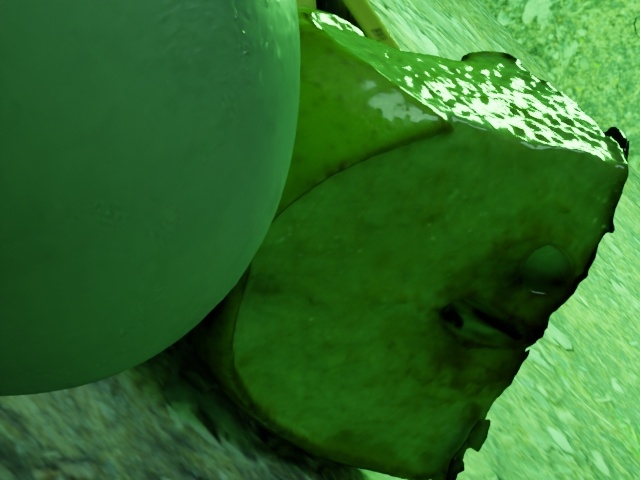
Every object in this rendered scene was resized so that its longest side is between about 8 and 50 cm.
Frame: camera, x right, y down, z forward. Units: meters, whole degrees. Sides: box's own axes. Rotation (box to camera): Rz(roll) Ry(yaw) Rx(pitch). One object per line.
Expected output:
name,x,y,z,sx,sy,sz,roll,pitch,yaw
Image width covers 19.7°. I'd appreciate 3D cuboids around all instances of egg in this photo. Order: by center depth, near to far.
egg,-0.169,-0.115,0.669,0.389,0.276,0.276,50,16,14

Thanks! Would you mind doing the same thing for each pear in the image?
pear,0.000,0.000,0.990,0.255,0.238,0.164,9,29,-36

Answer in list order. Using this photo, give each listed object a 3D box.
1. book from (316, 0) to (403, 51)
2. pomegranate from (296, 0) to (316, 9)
book,0.031,-0.087,1.334,0.374,0.028,0.262,-119,-166,-44
pomegranate,-0.093,-0.124,1.073,0.191,0.191,0.191,42,16,-14
